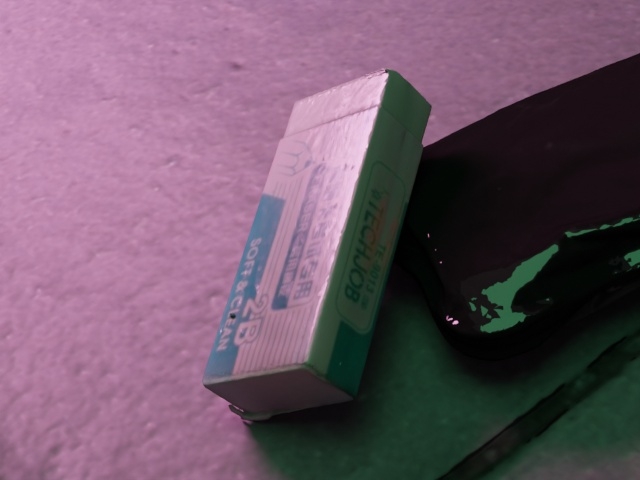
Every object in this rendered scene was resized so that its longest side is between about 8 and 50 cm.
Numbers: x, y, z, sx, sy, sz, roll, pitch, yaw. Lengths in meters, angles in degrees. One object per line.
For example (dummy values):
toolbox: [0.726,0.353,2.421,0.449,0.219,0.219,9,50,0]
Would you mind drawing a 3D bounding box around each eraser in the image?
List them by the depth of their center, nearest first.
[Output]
eraser: [0.000,0.000,0.841,0.096,0.052,0.225,-15,47,42]

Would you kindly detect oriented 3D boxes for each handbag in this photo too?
handbag: [0.185,-0.038,0.874,0.332,0.075,0.191,-25,41,-9]
